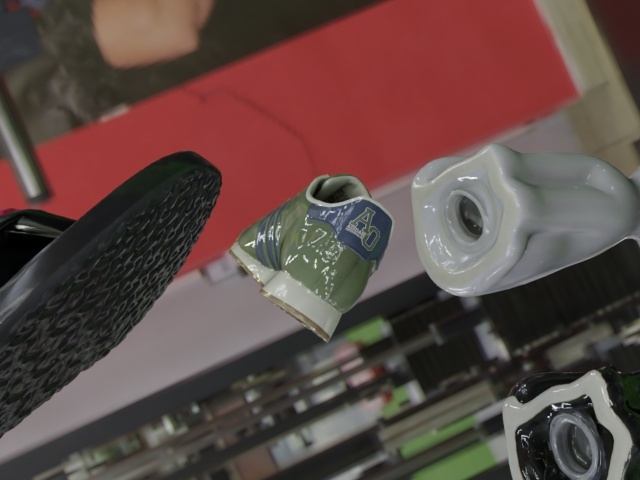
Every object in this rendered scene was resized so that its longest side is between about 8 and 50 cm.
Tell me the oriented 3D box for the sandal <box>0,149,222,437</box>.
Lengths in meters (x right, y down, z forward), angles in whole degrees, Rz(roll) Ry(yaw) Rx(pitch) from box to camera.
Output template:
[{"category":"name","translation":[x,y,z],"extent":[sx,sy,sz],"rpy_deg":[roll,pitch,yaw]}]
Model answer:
[{"category":"sandal","translation":[-0.095,0.028,0.362],"extent":[0.040,0.179,0.067],"rpy_deg":[42,156,17]}]

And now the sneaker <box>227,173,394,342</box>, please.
[{"category":"sneaker","translation":[0.000,0.000,0.859],"extent":[0.064,0.086,0.192],"rpy_deg":[36,-179,-13]}]

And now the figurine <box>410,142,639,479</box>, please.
[{"category":"figurine","translation":[0.176,0.035,0.774],"extent":[0.092,0.209,0.215],"rpy_deg":[-49,54,46]}]
